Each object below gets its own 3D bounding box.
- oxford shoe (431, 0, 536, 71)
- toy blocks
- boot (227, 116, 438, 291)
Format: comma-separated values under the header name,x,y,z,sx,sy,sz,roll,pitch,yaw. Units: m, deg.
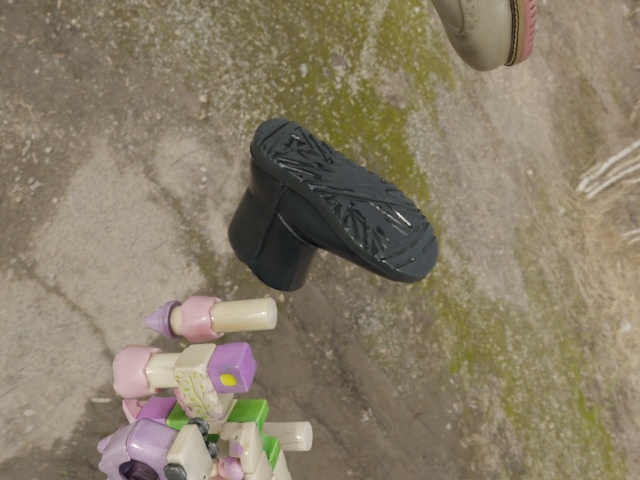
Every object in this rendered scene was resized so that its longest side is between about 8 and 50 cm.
name,x,y,z,sx,sy,sz,roll,pitch,yaw
oxford shoe,0.031,-0.217,0.347,0.348,0.130,0.123,40,22,-43
toy blocks,-0.187,0.255,0.702,0.309,0.259,0.289,-67,148,-61
boot,0.000,0.000,0.658,0.246,0.207,0.094,38,54,11
